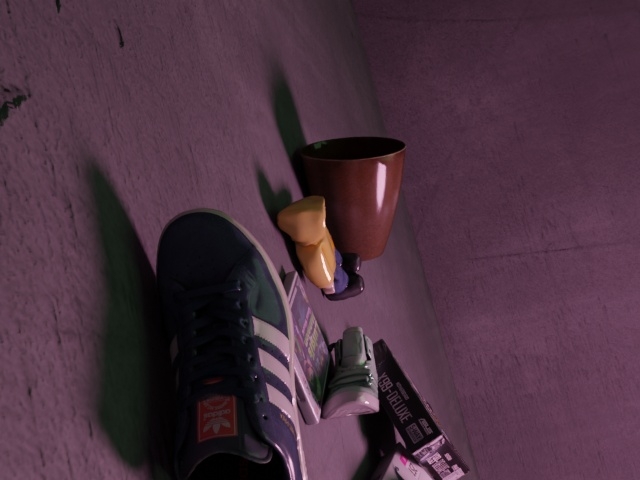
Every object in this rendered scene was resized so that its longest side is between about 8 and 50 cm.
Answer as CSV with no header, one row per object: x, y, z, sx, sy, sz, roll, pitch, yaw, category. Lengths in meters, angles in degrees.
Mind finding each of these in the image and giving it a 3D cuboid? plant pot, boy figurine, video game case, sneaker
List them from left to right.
-0.088,0.138,0.704,0.148,0.131,0.349,-8,83,-81,sneaker
-0.029,0.163,1.170,0.190,0.022,0.173,-76,148,-65,video game case
0.000,0.000,1.338,0.285,0.092,0.177,61,21,-56,boy figurine
0.046,0.218,1.250,0.256,0.094,0.151,62,21,-77,sneaker
0.071,-0.081,1.549,0.215,0.216,0.230,-70,158,-69,plant pot

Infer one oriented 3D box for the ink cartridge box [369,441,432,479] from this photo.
0.188,0.516,1.376,0.239,0.060,0.275,48,10,9,ink cartridge box

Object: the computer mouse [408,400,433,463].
0.263,0.486,1.928,0.262,0.060,0.184,48,28,-62,computer mouse

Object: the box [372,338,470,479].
0.198,0.373,1.588,0.242,0.077,0.307,58,2,36,box
